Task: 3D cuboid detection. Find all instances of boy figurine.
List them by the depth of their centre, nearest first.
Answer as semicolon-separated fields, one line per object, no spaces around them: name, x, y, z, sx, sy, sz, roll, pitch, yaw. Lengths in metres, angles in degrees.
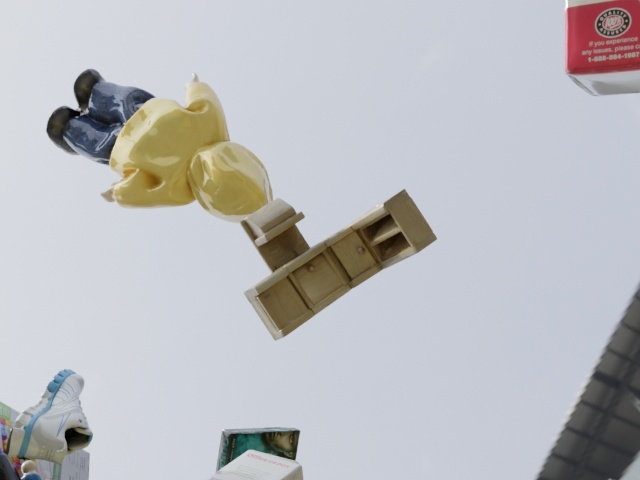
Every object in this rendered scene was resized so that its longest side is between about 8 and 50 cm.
boy figurine;-0.166;-0.107;1.131;0.177;0.285;0.092;-60;-25;-14

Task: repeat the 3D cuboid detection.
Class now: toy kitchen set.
toy kitchen set;0.000;0.000;0.558;0.083;0.075;0.068;-34;-89;-28

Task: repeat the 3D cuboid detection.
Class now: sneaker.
sneaker;-0.315;0.224;1.243;0.083;0.191;0.071;20;-71;-1

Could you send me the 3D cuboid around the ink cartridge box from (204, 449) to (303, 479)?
ink cartridge box;-0.090;0.311;1.233;0.122;0.088;0.052;-28;-63;-49

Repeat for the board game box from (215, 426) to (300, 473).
board game box;-0.095;0.354;1.412;0.126;0.026;0.186;6;-86;-41

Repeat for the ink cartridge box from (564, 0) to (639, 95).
ink cartridge box;0.369;-0.312;1.019;0.131;0.226;0.306;5;-96;-59

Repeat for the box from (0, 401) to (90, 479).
box;-0.366;0.275;1.231;0.038;0.145;0.186;-43;-62;16

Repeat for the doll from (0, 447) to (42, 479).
doll;-0.323;0.237;0.966;0.046;0.129;0.189;-32;-86;36
